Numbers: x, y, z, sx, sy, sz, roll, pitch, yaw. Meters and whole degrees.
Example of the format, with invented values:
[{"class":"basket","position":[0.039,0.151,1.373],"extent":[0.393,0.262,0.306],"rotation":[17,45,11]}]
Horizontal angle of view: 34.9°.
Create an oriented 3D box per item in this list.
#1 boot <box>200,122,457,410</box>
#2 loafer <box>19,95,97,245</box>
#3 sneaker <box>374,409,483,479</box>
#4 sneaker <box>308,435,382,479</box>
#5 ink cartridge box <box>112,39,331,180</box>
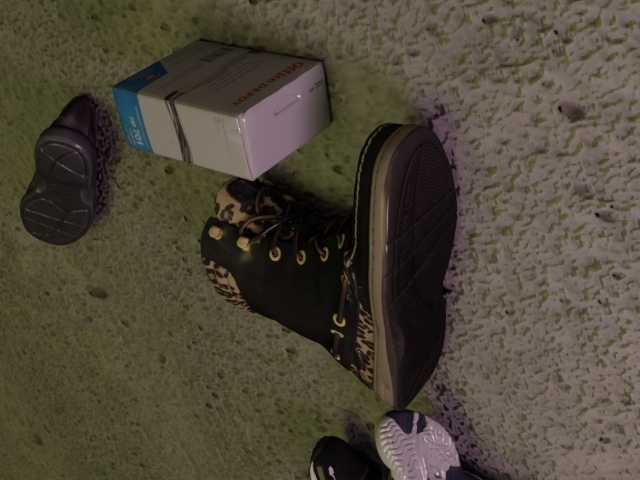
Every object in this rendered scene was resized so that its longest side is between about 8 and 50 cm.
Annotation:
[{"class":"boot","position":[0.000,0.000,1.125],"extent":[0.284,0.138,0.377],"rotation":[26,144,28]},{"class":"loafer","position":[-0.365,-0.094,1.473],"extent":[0.109,0.095,0.302],"rotation":[20,148,-10]},{"class":"sneaker","position":[0.109,0.286,1.263],"extent":[0.235,0.094,0.153],"rotation":[39,153,-32]},{"class":"sneaker","position":[0.100,0.372,1.387],"extent":[0.124,0.107,0.283],"rotation":[-20,112,36]},{"class":"ink cartridge box","position":[-0.106,-0.146,1.098],"extent":[0.191,0.139,0.082],"rotation":[19,132,35]}]
